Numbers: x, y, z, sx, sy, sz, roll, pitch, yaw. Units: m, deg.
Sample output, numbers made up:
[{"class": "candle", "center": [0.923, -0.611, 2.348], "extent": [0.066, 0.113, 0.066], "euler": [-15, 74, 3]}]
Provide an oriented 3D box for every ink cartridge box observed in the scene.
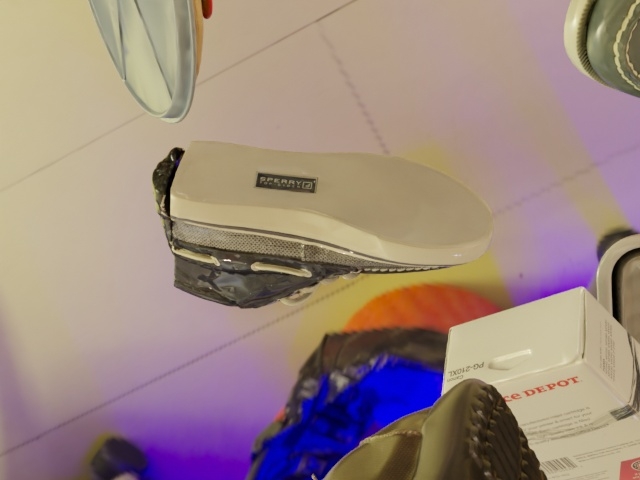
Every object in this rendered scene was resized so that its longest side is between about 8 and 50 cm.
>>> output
[{"class": "ink cartridge box", "center": [0.265, 0.168, 1.539], "extent": [0.172, 0.100, 0.237], "euler": [-21, 133, 33]}]

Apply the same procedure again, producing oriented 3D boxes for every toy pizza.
[{"class": "toy pizza", "center": [-0.095, -0.160, 0.751], "extent": [0.032, 0.201, 0.201], "euler": [-18, 103, -19]}]

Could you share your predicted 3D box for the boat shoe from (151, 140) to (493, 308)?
[{"class": "boat shoe", "center": [0.000, 0.000, 1.474], "extent": [0.341, 0.127, 0.158], "euler": [11, 137, 6]}]

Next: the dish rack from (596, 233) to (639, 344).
[{"class": "dish rack", "center": [0.486, 0.110, 1.659], "extent": [0.333, 0.072, 0.285], "euler": [-4, 108, 6]}]

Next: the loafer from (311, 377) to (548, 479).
[{"class": "loafer", "center": [0.023, 0.190, 0.640], "extent": [0.130, 0.366, 0.134], "euler": [-27, 97, 22]}]

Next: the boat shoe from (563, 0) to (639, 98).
[{"class": "boat shoe", "center": [0.279, -0.109, 0.760], "extent": [0.319, 0.099, 0.116], "euler": [-1, 121, -26]}]
